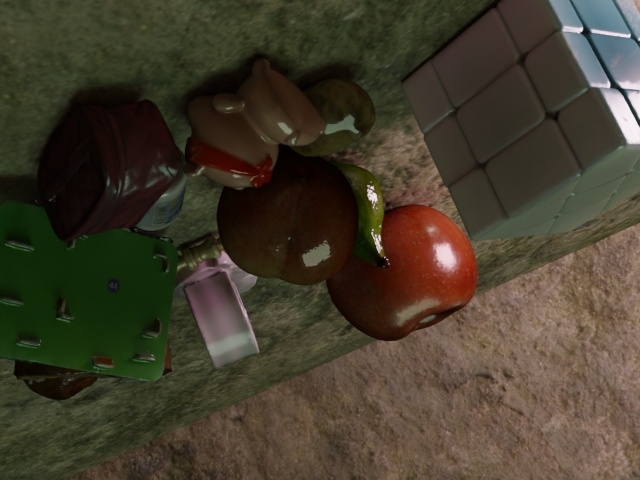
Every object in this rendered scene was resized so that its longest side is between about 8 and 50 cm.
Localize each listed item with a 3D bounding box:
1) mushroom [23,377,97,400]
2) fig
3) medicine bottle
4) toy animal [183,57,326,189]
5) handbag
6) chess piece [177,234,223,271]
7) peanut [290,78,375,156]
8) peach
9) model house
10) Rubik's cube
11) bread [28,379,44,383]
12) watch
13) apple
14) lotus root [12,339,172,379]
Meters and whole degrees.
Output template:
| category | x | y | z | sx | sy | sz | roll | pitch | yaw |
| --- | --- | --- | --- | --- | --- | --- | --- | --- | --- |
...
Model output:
| category | x | y | z | sx | sy | sz | roll | pitch | yaw |
| --- | --- | --- | --- | --- | --- | --- | --- | --- | --- |
| mushroom | -0.554 | 0.276 | 2.280 | 0.231 | 0.138 | 0.194 | -33 | 161 | 31 |
| fig | 0.044 | -0.027 | 1.950 | 0.203 | 0.235 | 0.203 | -25 | 164 | -8 |
| medicine bottle | -0.268 | -0.078 | 1.610 | 0.103 | 0.103 | 0.187 | -17 | 162 | -19 |
| toy animal | -0.107 | -0.158 | 1.498 | 0.197 | 0.171 | 0.171 | -36 | 160 | 17 |
| handbag | -0.306 | -0.098 | 1.425 | 0.135 | 0.146 | 0.225 | -13 | 163 | -39 |
| chess piece | -0.269 | 0.037 | 2.052 | 0.172 | 0.060 | 0.060 | -26 | 164 | -2 |
| peanut | 0.009 | -0.195 | 1.603 | 0.159 | 0.109 | 0.140 | -15 | 156 | 18 |
| peach | -0.054 | -0.045 | 1.754 | 0.252 | 0.252 | 0.252 | -21 | 163 | -6 |
| model house | -0.464 | 0.093 | 1.631 | 0.313 | 0.242 | 0.357 | -9 | 163 | 43 |
| Rubik's cube | 0.387 | -0.209 | 1.685 | 0.322 | 0.316 | 0.319 | -4 | 155 | -45 |
| bread | -0.510 | 0.207 | 2.129 | 0.241 | 0.136 | 0.107 | -13 | 163 | -26 |
| watch | -0.200 | 0.153 | 2.202 | 0.196 | 0.231 | 0.244 | -23 | 161 | -7 |
| apple | 0.191 | 0.078 | 2.371 | 0.348 | 0.277 | 0.348 | -26 | 164 | -8 |
| lotus root | -0.449 | 0.163 | 1.930 | 0.316 | 0.250 | 0.316 | -12 | 169 | -2 |
